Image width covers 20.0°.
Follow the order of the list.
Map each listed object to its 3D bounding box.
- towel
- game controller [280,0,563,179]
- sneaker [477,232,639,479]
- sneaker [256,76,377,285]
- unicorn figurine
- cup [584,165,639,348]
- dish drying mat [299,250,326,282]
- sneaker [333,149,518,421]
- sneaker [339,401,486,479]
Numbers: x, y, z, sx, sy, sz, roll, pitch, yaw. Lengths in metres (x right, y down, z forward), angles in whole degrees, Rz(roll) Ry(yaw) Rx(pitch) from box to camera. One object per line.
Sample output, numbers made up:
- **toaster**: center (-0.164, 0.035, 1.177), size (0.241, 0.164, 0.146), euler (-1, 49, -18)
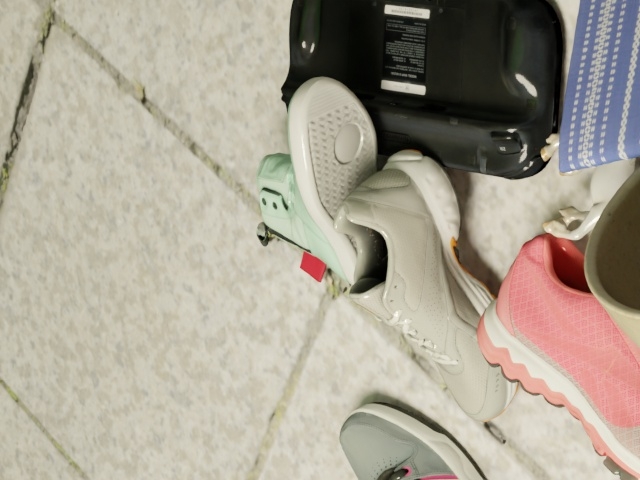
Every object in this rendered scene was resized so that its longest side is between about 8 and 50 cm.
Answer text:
- **towel**: center (0.323, -0.182, 1.332), size (0.336, 0.040, 0.243), euler (-11, 60, 48)
- **game controller**: center (0.087, -0.155, 1.662), size (0.319, 0.067, 0.166), euler (14, 98, 42)
- **sneaker**: center (0.262, 0.102, 1.513), size (0.314, 0.116, 0.136), euler (36, 124, 33)
- **sneaker**: center (-0.020, -0.064, 1.697), size (0.151, 0.094, 0.256), euler (27, 150, 35)
- **unicorn figurine**: center (0.243, -0.037, 1.524), size (0.111, 0.060, 0.162), euler (-10, 90, 36)
- **cup**: center (0.383, 0.039, 1.258), size (0.331, 0.331, 0.237), euler (-12, 118, 47)
- **dish drying mat**: center (0.000, 0.000, 1.826), size (0.032, 0.008, 0.083), euler (36, 127, 32)
- **sneaker**: center (0.085, 0.058, 1.649), size (0.099, 0.121, 0.262), euler (-7, 110, 56)
- **sneaker**: center (0.077, 0.285, 1.711), size (0.295, 0.178, 0.124), euler (45, 130, 27)
